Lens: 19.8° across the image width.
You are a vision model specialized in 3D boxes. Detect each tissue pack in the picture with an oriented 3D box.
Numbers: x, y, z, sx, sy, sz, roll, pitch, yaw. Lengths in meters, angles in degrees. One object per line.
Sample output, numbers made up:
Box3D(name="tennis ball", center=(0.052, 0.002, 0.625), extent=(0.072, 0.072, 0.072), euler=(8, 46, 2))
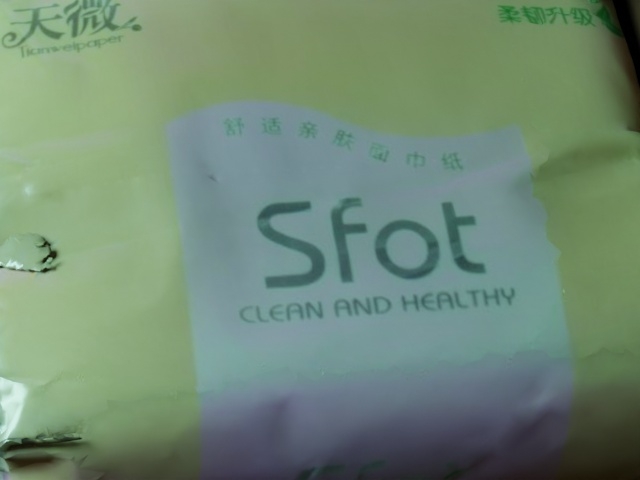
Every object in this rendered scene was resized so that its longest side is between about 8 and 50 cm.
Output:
Box3D(name="tissue pack", center=(0.000, 0.000, 0.670), extent=(0.123, 0.256, 0.215), euler=(103, 159, -55))
